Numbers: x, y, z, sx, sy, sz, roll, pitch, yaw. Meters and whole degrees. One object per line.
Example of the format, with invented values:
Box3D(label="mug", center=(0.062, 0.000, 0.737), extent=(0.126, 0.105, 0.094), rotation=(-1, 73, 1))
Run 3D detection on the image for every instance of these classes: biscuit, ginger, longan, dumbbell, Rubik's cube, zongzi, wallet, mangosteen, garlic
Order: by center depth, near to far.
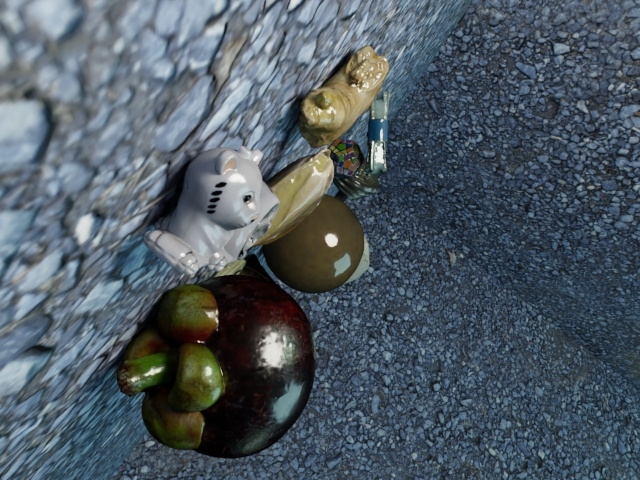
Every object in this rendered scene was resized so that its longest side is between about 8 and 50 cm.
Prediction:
Box3D(label="ginger", center=(0.024, -0.191, 0.615), extent=(0.213, 0.074, 0.137), rotation=(-57, 178, -38))
Box3D(label="garlic", center=(-0.054, -0.063, 0.671), extent=(0.195, 0.087, 0.101), rotation=(-38, -175, 1))
Box3D(label="mangosteen", center=(-0.162, 0.198, 0.703), extent=(0.300, 0.300, 0.300), rotation=(-52, 179, -1))
Box3D(label="biscuit", center=(-0.237, 0.127, 0.951), extent=(0.199, 0.040, 0.121), rotation=(-54, 176, 33))
Box3D(label="longan", center=(-0.017, 0.010, 1.052), extent=(0.258, 0.258, 0.258), rotation=(-52, 179, -1))
Box3D(label="wallet", center=(0.147, -0.270, 1.108), extent=(0.141, 0.059, 0.203), rotation=(-37, 130, -79))
Box3D(label="zongzi", center=(-0.135, 0.107, 1.121), extent=(0.184, 0.187, 0.084), rotation=(-54, 159, -55))
Box3D(label="Rubik's cube", center=(0.060, -0.212, 1.129), extent=(0.093, 0.111, 0.111), rotation=(-17, 157, -37))
Box3D(label="dumbbell", center=(0.054, -0.129, 1.549), extent=(0.406, 0.179, 0.179), rotation=(-52, 179, 32))

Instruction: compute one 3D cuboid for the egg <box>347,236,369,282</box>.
Box3D(label="egg", center=(0.000, 0.000, 1.365), extent=(0.337, 0.336, 0.201), rotation=(127, -28, -57))

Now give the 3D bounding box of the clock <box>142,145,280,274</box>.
Box3D(label="clock", center=(-0.089, -0.040, 0.435), extent=(0.117, 0.080, 0.176), rotation=(-53, 178, 11))

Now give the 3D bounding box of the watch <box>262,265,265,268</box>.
Box3D(label="watch", center=(-0.199, 0.197, 1.184), extent=(0.276, 0.068, 0.275), rotation=(94, 1, -74))
